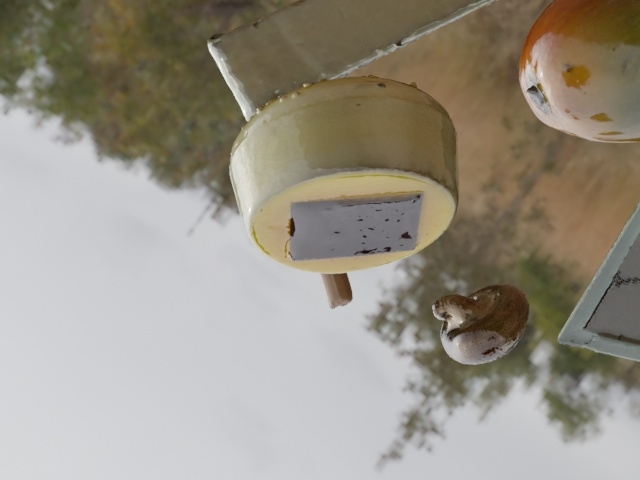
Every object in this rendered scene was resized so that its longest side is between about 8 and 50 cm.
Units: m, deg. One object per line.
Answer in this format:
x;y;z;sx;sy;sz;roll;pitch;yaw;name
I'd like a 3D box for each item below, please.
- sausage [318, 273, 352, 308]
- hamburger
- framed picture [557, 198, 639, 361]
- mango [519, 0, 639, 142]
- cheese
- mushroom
0.000;0.000;1.245;0.026;0.026;0.116;-24;-84;-84;sausage
0.013;-0.037;0.810;0.141;0.127;0.081;61;-162;-58;hamburger
0.349;-0.014;1.213;0.231;0.293;0.018;14;-153;-25;framed picture
0.267;-0.136;1.003;0.289;0.129;0.146;-7;170;-25;mango
0.095;-0.219;1.287;0.085;0.400;0.034;64;166;1;cheese
0.189;0.098;1.747;0.126;0.109;0.085;-109;9;-75;mushroom
